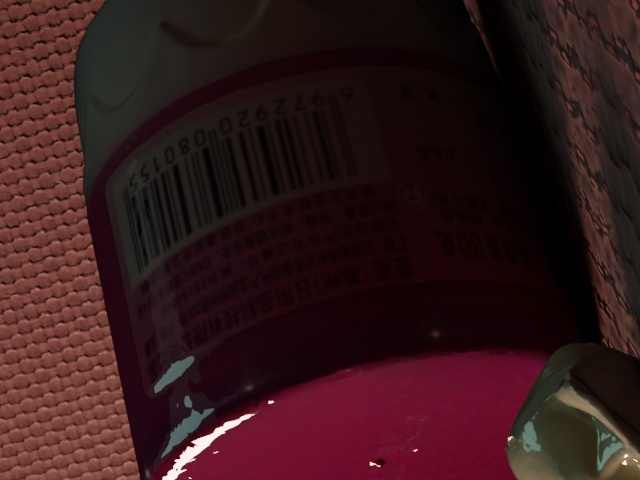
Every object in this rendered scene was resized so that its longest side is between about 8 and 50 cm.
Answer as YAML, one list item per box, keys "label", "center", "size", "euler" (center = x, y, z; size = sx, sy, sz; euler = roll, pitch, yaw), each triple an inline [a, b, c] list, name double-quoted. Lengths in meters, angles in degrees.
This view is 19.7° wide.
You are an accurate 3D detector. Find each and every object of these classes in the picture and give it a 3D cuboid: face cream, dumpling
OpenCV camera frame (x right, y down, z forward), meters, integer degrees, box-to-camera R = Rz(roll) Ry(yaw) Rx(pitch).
- label: "face cream"
  center: [0.000, 0.000, 0.712]
  size: [0.175, 0.175, 0.195]
  euler: [73, -177, -61]
- label: "dumpling"
  center: [0.085, 0.059, 0.533]
  size: [0.052, 0.057, 0.076]
  euler: [-57, -6, -39]
